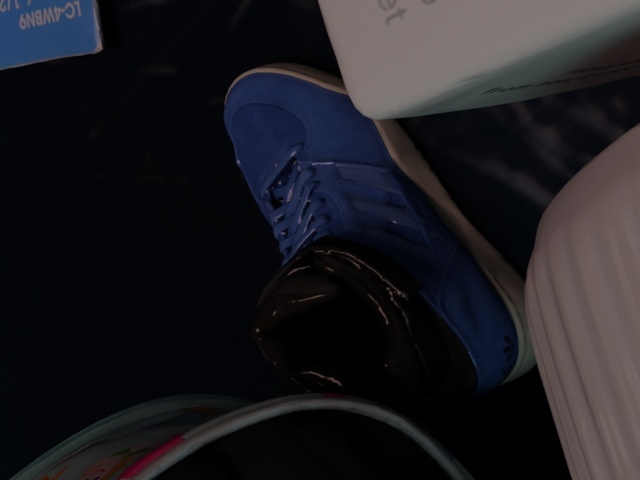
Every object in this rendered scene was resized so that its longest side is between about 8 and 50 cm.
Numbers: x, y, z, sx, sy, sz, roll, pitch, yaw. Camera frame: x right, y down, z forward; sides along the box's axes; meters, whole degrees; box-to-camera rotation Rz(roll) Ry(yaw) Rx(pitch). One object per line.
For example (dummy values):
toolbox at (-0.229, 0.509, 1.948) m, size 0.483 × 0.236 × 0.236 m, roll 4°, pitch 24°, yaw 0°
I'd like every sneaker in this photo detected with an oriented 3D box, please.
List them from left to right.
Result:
sneaker at (0.000, -0.001, 0.612) m, size 0.152 × 0.085 × 0.058 m, roll 49°, pitch 131°, yaw 19°

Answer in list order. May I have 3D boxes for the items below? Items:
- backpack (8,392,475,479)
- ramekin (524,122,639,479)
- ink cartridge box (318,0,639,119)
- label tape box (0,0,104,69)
backpack at (-0.021, 0.174, 0.570) m, size 0.253 × 0.225 × 0.191 m, roll 57°, pitch 156°, yaw -17°
ramekin at (0.146, 0.014, 0.410) m, size 0.207 × 0.207 × 0.109 m, roll -37°, pitch 68°, yaw 43°
ink cartridge box at (0.143, -0.217, 0.347) m, size 0.385 × 0.160 × 0.279 m, roll -21°, pitch 85°, yaw 44°
label tape box at (-0.238, -0.226, 0.735) m, size 0.249 × 0.115 × 0.347 m, roll -4°, pitch 100°, yaw 43°
